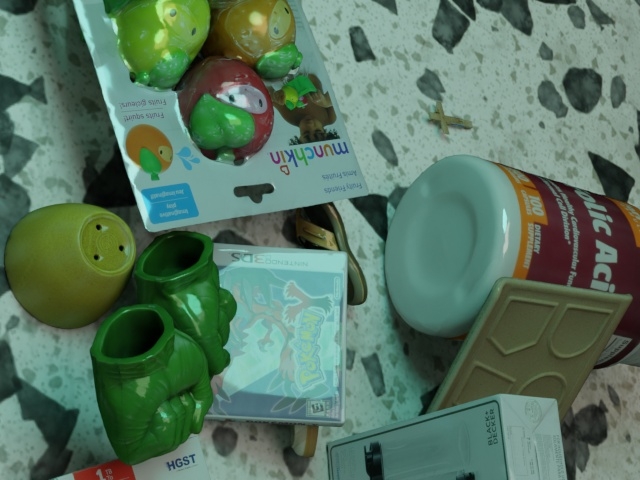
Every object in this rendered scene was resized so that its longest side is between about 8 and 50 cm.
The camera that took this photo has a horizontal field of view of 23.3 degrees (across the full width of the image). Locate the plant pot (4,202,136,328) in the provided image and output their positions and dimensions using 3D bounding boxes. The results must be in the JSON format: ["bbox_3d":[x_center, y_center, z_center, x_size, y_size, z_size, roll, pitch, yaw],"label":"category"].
[{"bbox_3d":[-0.244,0.016,1.607,0.134,0.095,0.134,14,67,-35],"label":"plant pot"}]

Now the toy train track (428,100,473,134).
[{"bbox_3d":[0.170,-0.157,2.061,0.083,0.014,0.048,7,63,-43],"label":"toy train track"}]

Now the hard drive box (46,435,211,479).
[{"bbox_3d":[-0.183,0.333,1.551,0.181,0.089,0.232,-13,83,-42],"label":"hard drive box"}]

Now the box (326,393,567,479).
[{"bbox_3d":[0.134,0.276,1.695,0.087,0.290,0.169,8,68,-39],"label":"box"}]

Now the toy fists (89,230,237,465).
[{"bbox_3d":[-0.151,0.112,1.568,0.279,0.096,0.142,-71,161,-58],"label":"toy fists"}]

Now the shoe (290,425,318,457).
[{"bbox_3d":[-0.035,0.139,1.763,0.058,0.076,0.219,-3,73,-4],"label":"shoe"}]

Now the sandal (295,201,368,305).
[{"bbox_3d":[0.000,0.000,1.840,0.049,0.072,0.180,-25,96,-20],"label":"sandal"}]

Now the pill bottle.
[{"bbox_3d":[0.295,0.040,1.951,0.392,0.224,0.224,14,67,-35],"label":"pill bottle"}]

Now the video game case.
[{"bbox_3d":[-0.062,0.102,1.718,0.183,0.023,0.201,4,70,-7],"label":"video game case"}]

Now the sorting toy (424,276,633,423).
[{"bbox_3d":[0.220,0.175,1.839,0.229,0.307,0.041,6,30,-36],"label":"sorting toy"}]

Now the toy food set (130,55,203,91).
[{"bbox_3d":[-0.165,-0.165,1.781,0.192,0.038,0.132,52,44,2],"label":"toy food set"}]

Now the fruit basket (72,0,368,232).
[{"bbox_3d":[-0.108,-0.198,1.705,0.327,0.165,0.353,-10,72,-42],"label":"fruit basket"}]
